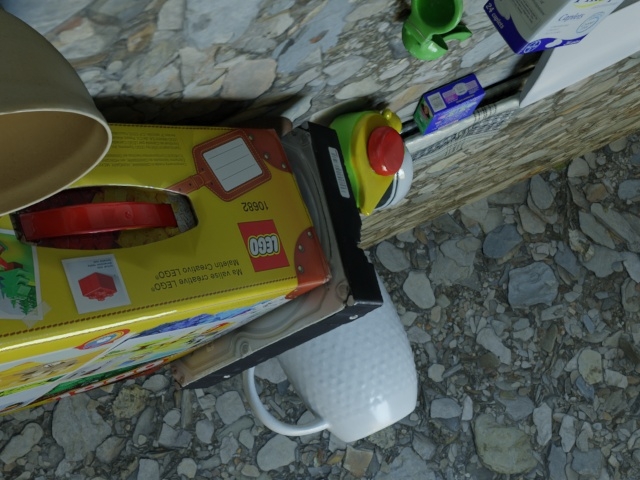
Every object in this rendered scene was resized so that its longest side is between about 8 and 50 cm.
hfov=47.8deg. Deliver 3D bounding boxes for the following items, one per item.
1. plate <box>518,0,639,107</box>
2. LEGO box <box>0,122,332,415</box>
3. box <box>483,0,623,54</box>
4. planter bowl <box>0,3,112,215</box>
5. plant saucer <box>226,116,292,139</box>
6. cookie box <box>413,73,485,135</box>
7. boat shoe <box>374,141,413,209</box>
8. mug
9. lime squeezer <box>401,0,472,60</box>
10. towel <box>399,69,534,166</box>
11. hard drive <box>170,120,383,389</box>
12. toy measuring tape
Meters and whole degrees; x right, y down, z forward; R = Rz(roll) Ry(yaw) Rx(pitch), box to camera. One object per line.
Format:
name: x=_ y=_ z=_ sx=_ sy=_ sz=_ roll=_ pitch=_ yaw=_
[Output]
plate: x=0.442 y=-0.322 z=1.099 sx=0.277 sy=0.045 sz=0.277 roll=-27 pitch=170 yaw=-2
LEGO box: x=-0.298 y=0.051 z=0.714 sx=0.372 sy=0.193 sz=0.500 roll=-30 pitch=167 yaw=38
box: x=0.272 y=-0.276 z=0.779 sx=0.126 sy=0.072 sz=0.137 roll=-20 pitch=163 yaw=-36
planter bowl: x=-0.225 y=-0.086 z=0.444 sx=0.162 sy=0.109 sz=0.162 roll=-23 pitch=172 yaw=-3
plant saucer: x=-0.121 y=-0.100 z=0.959 sx=0.198 sy=0.036 sz=0.198 roll=-23 pitch=172 yaw=-4
cookie box: x=0.204 y=-0.215 z=1.158 sx=0.091 sy=0.040 sz=0.107 roll=-24 pitch=172 yaw=-5
boat shoe: x=0.047 y=-0.085 z=1.255 sx=0.119 sy=0.121 sz=0.335 roll=-26 pitch=176 yaw=-24
mug: x=0.014 y=0.260 z=1.523 sx=0.373 sy=0.328 sz=0.276 roll=-22 pitch=170 yaw=-23
lime squeezer: x=0.137 y=-0.238 z=0.738 sx=0.109 sy=0.059 sz=0.310 roll=-24 pitch=172 yaw=0
towel: x=0.253 y=-0.199 z=1.374 sx=0.324 sy=0.056 sz=0.312 roll=-25 pitch=172 yaw=-5
hard drive: x=-0.090 y=0.032 z=0.924 sx=0.064 sy=0.237 sz=0.338 roll=8 pitch=151 yaw=-46
toy measuring tape: x=0.027 y=-0.083 z=0.987 sx=0.121 sy=0.121 sz=0.330 roll=-35 pitch=-163 yaw=54
